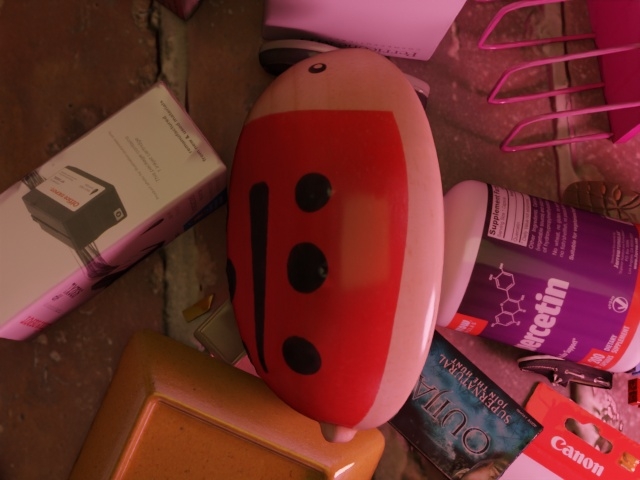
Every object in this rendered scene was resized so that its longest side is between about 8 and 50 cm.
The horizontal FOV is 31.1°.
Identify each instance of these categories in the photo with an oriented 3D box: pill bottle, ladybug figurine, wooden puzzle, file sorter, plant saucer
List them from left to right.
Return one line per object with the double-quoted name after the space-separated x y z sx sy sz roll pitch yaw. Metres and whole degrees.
-0.135 0.317 1.337 0.332 0.081 0.333 24 91 -1 "plant saucer"
-0.111 0.113 1.416 0.078 0.014 0.116 -40 77 3 "wooden puzzle"
0.000 0.000 1.290 0.162 0.305 0.449 3 79 -34 "ladybug figurine"
0.240 0.036 1.378 0.323 0.181 0.182 15 82 -2 "pill bottle"
0.292 -0.269 1.416 0.182 0.202 0.291 -8 83 -2 "file sorter"

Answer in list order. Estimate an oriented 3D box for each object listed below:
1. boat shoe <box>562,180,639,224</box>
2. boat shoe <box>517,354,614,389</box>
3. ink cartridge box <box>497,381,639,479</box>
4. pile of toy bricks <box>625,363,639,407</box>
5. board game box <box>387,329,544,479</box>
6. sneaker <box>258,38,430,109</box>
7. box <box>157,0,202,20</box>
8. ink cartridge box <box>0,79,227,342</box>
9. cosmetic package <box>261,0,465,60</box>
0.394 -0.031 1.462 0.178 0.060 0.064 13 85 11 "boat shoe"
0.306 0.165 1.437 0.125 0.046 0.038 6 77 -12 "boat shoe"
0.293 0.315 1.412 0.181 0.056 0.225 33 83 0 "ink cartridge box"
0.452 0.123 1.436 0.105 0.118 0.212 21 62 -29 "pile of toy bricks"
0.160 0.211 1.402 0.186 0.026 0.126 41 81 18 "board game box"
0.019 -0.170 1.437 0.222 0.083 0.118 16 82 -3 "sneaker"
-0.224 -0.402 1.415 0.232 0.148 0.127 35 82 1 "box"
-0.265 -0.023 1.324 0.307 0.223 0.129 -36 87 -8 "ink cartridge box"
0.059 -0.350 1.277 0.230 0.453 0.162 7 82 -3 "cosmetic package"
